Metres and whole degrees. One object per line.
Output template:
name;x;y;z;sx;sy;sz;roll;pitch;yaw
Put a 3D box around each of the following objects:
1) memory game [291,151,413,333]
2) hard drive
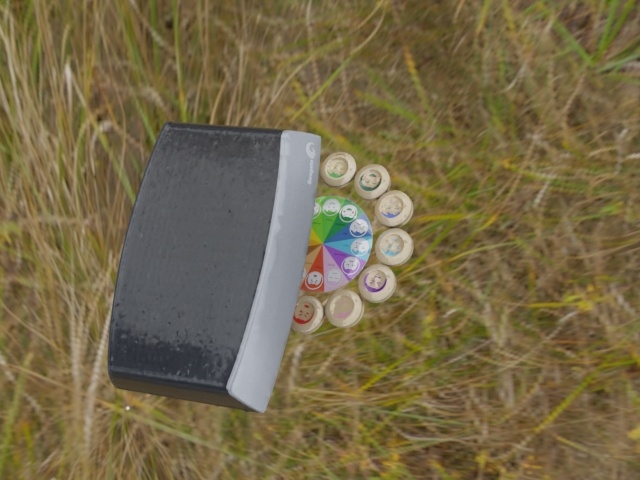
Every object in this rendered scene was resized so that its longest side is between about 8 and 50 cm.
memory game;0.000;0.000;1.305;0.186;0.012;0.186;-7;67;18
hard drive;-0.100;0.015;1.227;0.172;0.054;0.254;7;78;24
